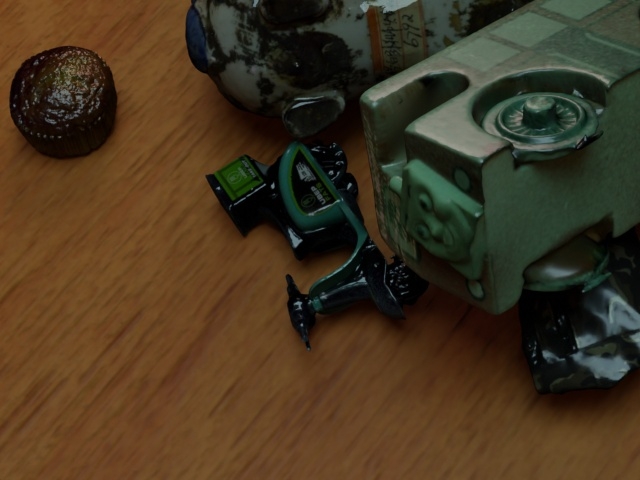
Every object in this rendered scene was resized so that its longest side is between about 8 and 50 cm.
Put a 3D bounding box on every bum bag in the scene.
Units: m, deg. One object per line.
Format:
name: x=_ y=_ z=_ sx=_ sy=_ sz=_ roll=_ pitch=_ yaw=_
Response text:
bum bag: x=0.172 y=-0.003 z=1.112 sx=0.102 sy=0.069 sz=0.248 roll=-20 pitch=55 yaw=13

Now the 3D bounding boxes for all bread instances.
bread: x=-0.193 y=-0.107 z=1.229 sx=0.085 sy=0.053 sz=0.085 roll=-3 pitch=59 yaw=6

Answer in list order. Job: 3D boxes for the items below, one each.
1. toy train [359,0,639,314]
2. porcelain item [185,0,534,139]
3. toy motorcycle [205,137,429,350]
toy train: x=0.173 y=-0.081 z=1.056 sx=0.326 sy=0.129 sz=0.159 roll=-31 pitch=41 yaw=-28
porcelain item: x=0.045 y=-0.169 z=1.196 sx=0.288 sy=0.138 sz=0.186 roll=-11 pitch=27 yaw=-2
toy motorcycle: x=0.000 y=0.000 z=1.141 sx=0.100 sy=0.058 sz=0.173 roll=-33 pitch=59 yaw=-4
